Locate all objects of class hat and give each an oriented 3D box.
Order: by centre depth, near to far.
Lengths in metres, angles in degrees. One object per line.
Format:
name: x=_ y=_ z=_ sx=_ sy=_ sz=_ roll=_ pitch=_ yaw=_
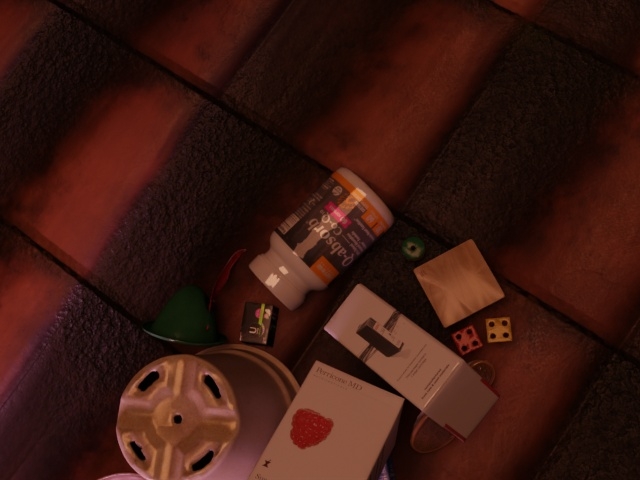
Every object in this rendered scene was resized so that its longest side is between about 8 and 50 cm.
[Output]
hat: x=-0.255 y=0.100 z=1.678 sx=0.173 sy=0.208 sz=0.183 roll=12 pitch=94 yaw=-4

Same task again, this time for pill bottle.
pill bottle: x=0.000 y=0.000 z=1.665 sx=0.278 sy=0.162 sz=0.162 roll=-45 pitch=71 yaw=-1

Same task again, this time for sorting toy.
sorting toy: x=0.277 y=0.096 z=1.638 sx=0.132 sy=0.046 sz=0.274 roll=-29 pitch=71 yaw=4

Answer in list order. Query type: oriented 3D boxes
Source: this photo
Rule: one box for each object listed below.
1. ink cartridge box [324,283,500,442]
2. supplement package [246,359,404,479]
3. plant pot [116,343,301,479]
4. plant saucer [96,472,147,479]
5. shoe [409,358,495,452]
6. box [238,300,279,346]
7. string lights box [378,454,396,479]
ink cartridge box: x=0.163 y=0.218 z=1.510 sx=0.114 sy=0.197 sz=0.273 roll=-50 pitch=48 yaw=-3
supplement package: x=0.002 y=0.388 z=1.413 sx=0.177 sy=0.175 sz=0.293 roll=21 pitch=52 yaw=14
plant pot: x=-0.217 y=0.340 z=1.550 sx=0.334 sy=0.305 sz=0.334 roll=-3 pitch=75 yaw=12
plant saucer: x=-0.379 y=0.618 z=1.643 sx=0.310 sy=0.050 sz=0.310 roll=-3 pitch=77 yaw=13
shoe: x=0.249 y=0.313 z=1.588 sx=0.076 sy=0.058 sz=0.219 roll=41 pitch=92 yaw=-12
box: x=-0.125 y=0.172 z=1.707 sx=0.062 sy=0.052 sz=0.083 roll=5 pitch=78 yaw=14
string lights box: x=0.067 y=0.424 z=1.583 sx=0.133 sy=0.077 sz=0.260 roll=-14 pitch=73 yaw=9
